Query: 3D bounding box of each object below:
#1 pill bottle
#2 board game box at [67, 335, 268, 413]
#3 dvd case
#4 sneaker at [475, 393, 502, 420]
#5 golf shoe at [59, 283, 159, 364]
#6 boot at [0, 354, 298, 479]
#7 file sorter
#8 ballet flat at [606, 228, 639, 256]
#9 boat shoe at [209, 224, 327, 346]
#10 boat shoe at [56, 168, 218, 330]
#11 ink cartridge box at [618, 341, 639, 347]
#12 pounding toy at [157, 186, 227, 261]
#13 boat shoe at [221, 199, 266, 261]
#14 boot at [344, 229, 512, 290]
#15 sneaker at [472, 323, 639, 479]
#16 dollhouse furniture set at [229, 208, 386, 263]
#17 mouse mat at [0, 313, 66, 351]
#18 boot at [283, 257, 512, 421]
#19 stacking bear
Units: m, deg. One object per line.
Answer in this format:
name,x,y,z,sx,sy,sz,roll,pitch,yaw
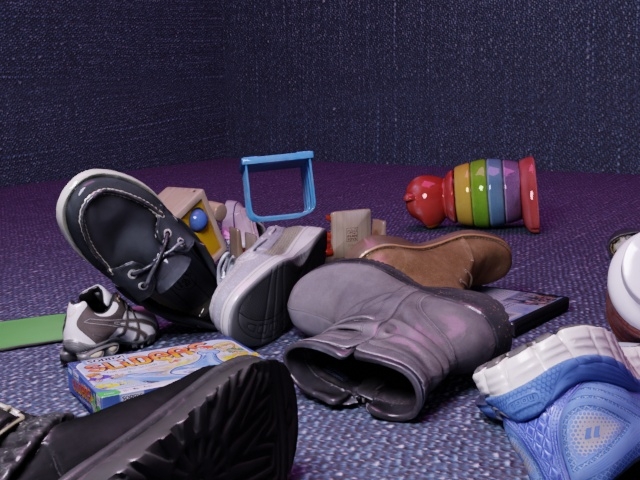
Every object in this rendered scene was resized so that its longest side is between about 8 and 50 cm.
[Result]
pill bottle,0.388,0.057,1.068,0.121,0.121,0.216,2,-16,17
board game box,-0.167,0.154,1.057,0.201,0.035,0.136,-7,12,-29
dvd case,0.212,0.094,1.381,0.253,0.022,0.180,6,12,38
sneaker,0.202,0.165,0.916,0.053,0.059,0.144,-40,9,-18
golf shoe,-0.268,0.099,1.226,0.077,0.094,0.198,0,9,14
boot,-0.199,0.165,0.731,0.260,0.131,0.348,4,12,30
file sorter,-0.073,-0.089,1.612,0.118,0.104,0.170,-7,-1,-6
ballet flat,0.603,0.009,1.672,0.203,0.074,0.074,-1,8,43
boat shoe,-0.082,0.051,1.304,0.103,0.118,0.320,12,24,16
boat shoe,-0.207,0.030,1.221,0.113,0.340,0.127,31,72,34
ink cartridge box,0.406,0.145,0.999,0.223,0.045,0.224,2,10,18
pounding toy,-0.209,-0.003,1.604,0.094,0.181,0.206,6,40,34
boat shoe,-0.152,-0.020,1.879,0.088,0.096,0.267,2,11,-4
boot,0.178,0.058,1.342,0.305,0.112,0.115,-4,39,-38
sneaker,0.248,0.164,0.750,0.330,0.147,0.130,11,-34,-44
dollhouse furniture set,0.000,0.000,1.616,0.262,0.135,0.259,-6,11,-25
mouse mat,-0.399,0.127,1.331,0.189,0.007,0.152,-5,11,-27
boot,0.031,0.107,1.103,0.338,0.118,0.222,2,15,44
stacking bear,0.332,-0.096,2.088,0.289,0.164,0.175,-4,9,11
